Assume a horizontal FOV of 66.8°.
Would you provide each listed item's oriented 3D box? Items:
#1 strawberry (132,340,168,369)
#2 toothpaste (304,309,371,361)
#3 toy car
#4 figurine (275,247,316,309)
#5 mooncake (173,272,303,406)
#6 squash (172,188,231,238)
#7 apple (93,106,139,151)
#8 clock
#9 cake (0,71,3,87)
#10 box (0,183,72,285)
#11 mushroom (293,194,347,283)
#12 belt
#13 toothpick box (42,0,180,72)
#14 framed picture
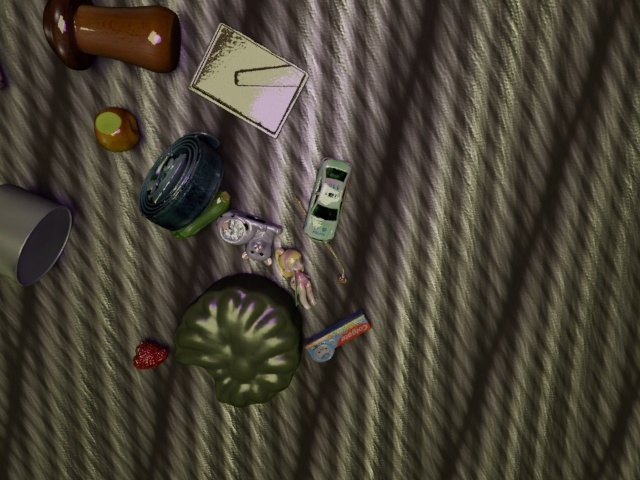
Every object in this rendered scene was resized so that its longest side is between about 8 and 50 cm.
[{"bbox_3d":[-0.487,0.329,1.394,0.096,0.083,0.083,-7,102,-5],"label":"strawberry"},{"bbox_3d":[0.055,0.277,1.390,0.193,0.044,0.070,-30,102,7],"label":"toothpaste"},{"bbox_3d":[0.019,-0.104,1.283,0.090,0.076,0.224,14,96,-8],"label":"toy car"},{"bbox_3d":[-0.069,0.102,1.341,0.083,0.083,0.187,-24,102,6],"label":"figurine"},{"bbox_3d":[-0.208,0.269,1.322,0.351,0.187,0.351,0,100,2],"label":"mooncake"},{"bbox_3d":[-0.314,-0.071,1.286,0.219,0.077,0.068,-33,130,27],"label":"squash"},{"bbox_3d":[-0.521,-0.284,1.250,0.102,0.099,0.114,-2,77,0],"label":"apple"},{"bbox_3d":[-0.201,-0.008,1.313,0.176,0.080,0.117,20,101,-4],"label":"clock"},{"bbox_3d":[-0.959,-0.457,1.120,0.255,0.290,0.282,-16,101,3],"label":"cake"},{"bbox_3d":[-0.772,-0.015,1.245,0.149,0.226,0.226,24,101,-4],"label":"box"},{"bbox_3d":[0.004,-0.003,1.344,0.026,0.028,0.286,-18,104,48],"label":"mushroom"},{"bbox_3d":[-0.342,-0.152,1.225,0.267,0.206,0.116,-51,135,5],"label":"belt"},{"bbox_3d":[-0.496,-0.496,1.165,0.294,0.192,0.192,5,102,-7],"label":"toothpick box"},{"bbox_3d":[-0.186,-0.412,1.259,0.265,0.018,0.192,30,101,-5],"label":"framed picture"}]
